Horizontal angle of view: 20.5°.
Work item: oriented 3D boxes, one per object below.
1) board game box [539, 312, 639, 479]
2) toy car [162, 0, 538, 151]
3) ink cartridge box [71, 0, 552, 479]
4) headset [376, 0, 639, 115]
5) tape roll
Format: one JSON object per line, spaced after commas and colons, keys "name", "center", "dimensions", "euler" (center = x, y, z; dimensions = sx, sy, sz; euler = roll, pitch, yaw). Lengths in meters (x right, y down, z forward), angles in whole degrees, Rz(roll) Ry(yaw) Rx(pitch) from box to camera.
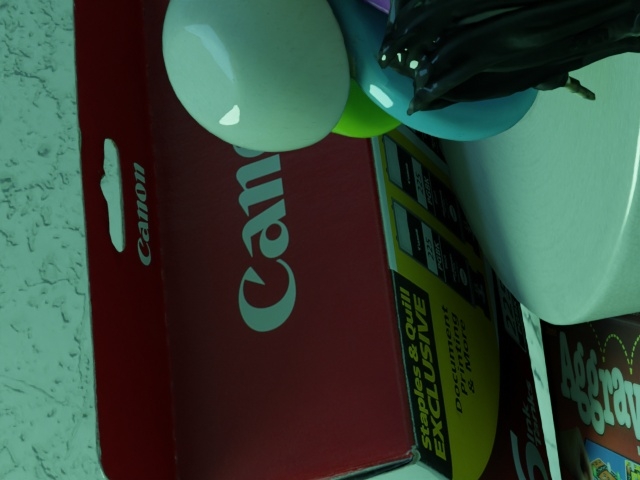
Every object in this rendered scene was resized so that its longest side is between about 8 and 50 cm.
{"name": "board game box", "center": [0.155, 0.103, 0.786], "dimensions": [0.281, 0.027, 0.145], "euler": [-167, 70, -81]}
{"name": "toy car", "center": [0.034, -0.111, 0.600], "dimensions": [0.136, 0.159, 0.182], "euler": [23, 130, 35]}
{"name": "ink cartridge box", "center": [0.000, 0.000, 0.898], "dimensions": [0.272, 0.130, 0.309], "euler": [38, -141, -56]}
{"name": "headset", "center": [0.137, 0.081, 0.343], "dimensions": [0.243, 0.185, 0.394], "euler": [95, 165, -56]}
{"name": "tape roll", "center": [0.100, -0.159, 0.741], "dimensions": [0.392, 0.072, 0.392], "euler": [171, 90, -81]}
